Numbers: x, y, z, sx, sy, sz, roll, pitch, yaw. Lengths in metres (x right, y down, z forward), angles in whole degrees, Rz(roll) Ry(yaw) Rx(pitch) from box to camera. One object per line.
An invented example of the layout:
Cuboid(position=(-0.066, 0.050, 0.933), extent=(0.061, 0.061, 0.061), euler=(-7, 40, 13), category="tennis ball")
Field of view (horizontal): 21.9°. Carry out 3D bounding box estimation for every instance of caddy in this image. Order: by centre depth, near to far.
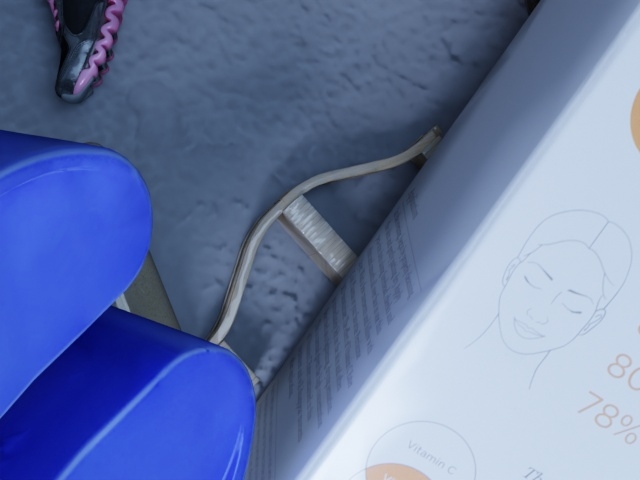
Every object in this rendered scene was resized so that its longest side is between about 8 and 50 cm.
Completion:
Cuboid(position=(-0.188, 0.095, 0.671), extent=(0.341, 0.179, 0.241), euler=(-52, 131, -34), category="caddy")

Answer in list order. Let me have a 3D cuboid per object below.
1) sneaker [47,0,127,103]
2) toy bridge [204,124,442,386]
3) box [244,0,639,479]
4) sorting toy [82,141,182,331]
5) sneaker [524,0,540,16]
Cuboid(position=(-0.128, -0.130, 0.866), extent=(0.057, 0.047, 0.119), euler=(14, 74, -8), category="sneaker")
Cuboid(position=(0.000, 0.000, 0.897), extent=(0.188, 0.026, 0.063), euler=(-44, 96, -15), category="toy bridge")
Cuboid(position=(0.135, 0.049, 0.788), extent=(0.215, 0.168, 0.345), euler=(32, 105, -11), category="box")
Cuboid(position=(-0.150, 0.130, 0.823), extent=(0.229, 0.041, 0.307), euler=(-25, 99, -27), category="sorting toy")
Cuboid(position=(0.165, -0.170, 0.890), extent=(0.123, 0.106, 0.290), euler=(-25, 92, -14), category="sneaker")
